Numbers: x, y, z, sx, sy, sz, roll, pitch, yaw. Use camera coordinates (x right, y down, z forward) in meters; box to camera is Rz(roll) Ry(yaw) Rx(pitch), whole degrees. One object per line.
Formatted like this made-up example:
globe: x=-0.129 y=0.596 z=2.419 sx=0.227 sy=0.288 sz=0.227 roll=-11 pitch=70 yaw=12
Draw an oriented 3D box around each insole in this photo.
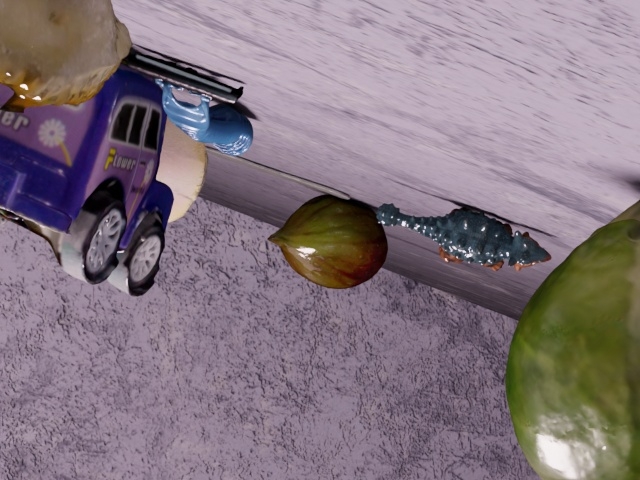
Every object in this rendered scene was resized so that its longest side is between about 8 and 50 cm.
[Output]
insole: x=-0.054 y=-0.075 z=2.052 sx=0.197 sy=0.004 sz=0.065 roll=19 pitch=178 yaw=25

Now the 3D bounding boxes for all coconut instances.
coconut: x=-0.169 y=-0.075 z=1.639 sx=0.116 sy=0.116 sz=0.122 roll=18 pitch=-178 yaw=43

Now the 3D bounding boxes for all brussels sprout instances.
brussels sprout: x=0.186 y=0.066 z=1.076 sx=0.161 sy=0.180 sz=0.144 roll=12 pitch=-173 yaw=-12

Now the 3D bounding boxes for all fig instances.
fig: x=0.000 y=0.000 z=2.058 sx=0.155 sy=0.103 sz=0.109 roll=5 pitch=175 yaw=-36

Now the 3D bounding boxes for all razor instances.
razor: x=-0.084 y=-0.092 z=1.405 sx=0.082 sy=0.042 sz=0.253 roll=20 pitch=179 yaw=7

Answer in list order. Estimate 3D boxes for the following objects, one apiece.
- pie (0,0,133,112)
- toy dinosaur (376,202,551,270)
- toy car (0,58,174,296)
pie: x=-0.231 y=-0.144 z=0.896 sx=0.315 sy=0.092 sz=0.315 roll=21 pitch=-177 yaw=-1
toy dinosaur: x=0.122 y=-0.003 z=1.618 sx=0.154 sy=0.049 sz=0.055 roll=14 pitch=180 yaw=8
toy car: x=-0.190 y=-0.067 z=1.389 sx=0.172 sy=0.158 sz=0.235 roll=24 pitch=179 yaw=17
